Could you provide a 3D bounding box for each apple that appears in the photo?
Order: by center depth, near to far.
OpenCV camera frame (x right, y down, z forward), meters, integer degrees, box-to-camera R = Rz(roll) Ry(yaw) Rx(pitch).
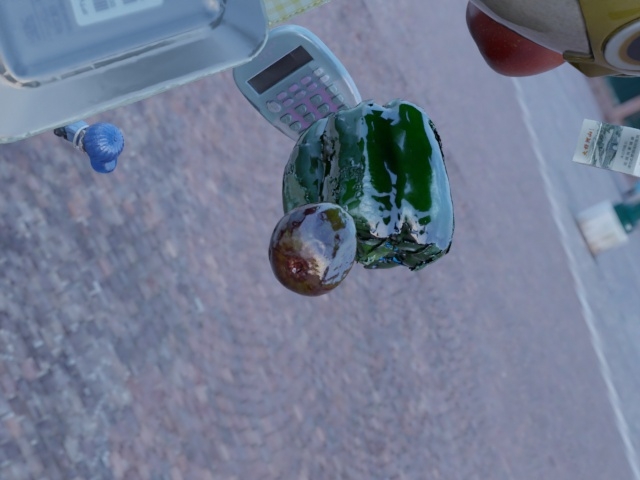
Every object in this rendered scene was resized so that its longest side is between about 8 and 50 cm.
[{"bbox_3d":[0.312,-0.339,1.914,0.181,0.169,0.181,47,31,-40],"label":"apple"}]

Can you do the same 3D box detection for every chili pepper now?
[{"bbox_3d":[0.084,-0.080,1.929,0.249,0.233,0.256,7,73,-35],"label":"chili pepper"}]

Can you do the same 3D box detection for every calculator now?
[{"bbox_3d":[-0.047,-0.282,2.224,0.299,0.186,0.041,46,34,-21],"label":"calculator"}]

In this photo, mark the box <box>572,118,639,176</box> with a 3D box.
[{"bbox_3d":[0.343,-0.109,1.481,0.024,0.083,0.054,9,97,-51],"label":"box"}]

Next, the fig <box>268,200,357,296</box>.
[{"bbox_3d":[0.000,0.000,1.541,0.103,0.109,0.155,28,31,12],"label":"fig"}]

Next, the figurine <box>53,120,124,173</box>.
[{"bbox_3d":[-0.412,-0.181,2.263,0.149,0.087,0.086,30,1,40],"label":"figurine"}]

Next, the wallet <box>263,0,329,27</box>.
[{"bbox_3d":[-0.048,-0.422,1.595,0.077,0.223,0.309,58,-2,43],"label":"wallet"}]

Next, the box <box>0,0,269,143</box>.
[{"bbox_3d":[-0.266,-0.323,1.358,0.090,0.373,0.367,10,-60,63],"label":"box"}]

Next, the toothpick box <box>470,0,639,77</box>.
[{"bbox_3d":[0.396,-0.414,1.624,0.425,0.408,0.409,26,13,9],"label":"toothpick box"}]
